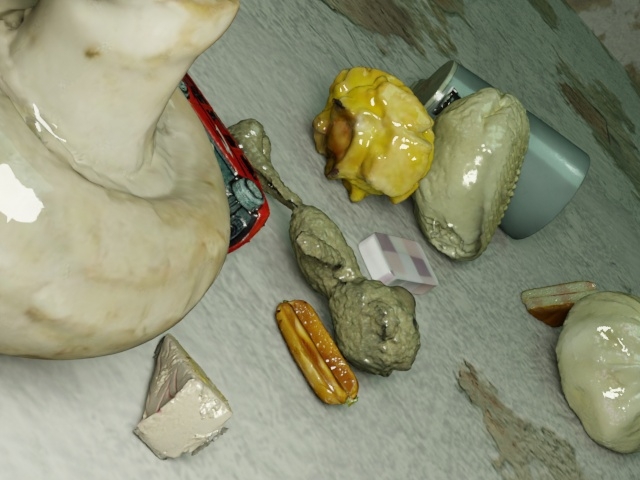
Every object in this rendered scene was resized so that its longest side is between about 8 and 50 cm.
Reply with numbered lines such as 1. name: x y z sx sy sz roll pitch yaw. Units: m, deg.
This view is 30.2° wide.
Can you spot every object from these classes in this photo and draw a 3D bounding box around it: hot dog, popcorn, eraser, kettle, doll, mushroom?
1. hot dog: -0.007 0.105 1.107 0.049 0.037 0.122 -5 55 -46
2. popcorn: 0.064 -0.120 1.377 0.152 0.148 0.167 -14 55 -38
3. eraser: 0.090 0.027 1.363 0.105 0.026 0.065 13 49 -52
4. kettle: 0.236 -0.144 1.695 0.243 0.160 0.210 40 10 -11
5. doll: 0.002 0.010 1.180 0.286 0.091 0.202 47 -18 46
6. mushroom: -0.167 -0.074 0.784 0.297 0.290 0.297 37 31 -26

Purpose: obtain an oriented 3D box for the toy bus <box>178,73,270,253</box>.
1. toy bus: -0.118 -0.077 1.108 0.195 0.081 0.089 55 17 8

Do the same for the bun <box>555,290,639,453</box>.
1. bun: 0.411 0.165 1.543 0.231 0.133 0.231 23 59 -45

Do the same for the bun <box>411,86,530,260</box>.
1. bun: 0.176 -0.091 1.475 0.134 0.220 0.220 19 21 16

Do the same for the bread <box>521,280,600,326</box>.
1. bread: 0.328 0.090 1.634 0.062 0.109 0.043 89 -11 -50

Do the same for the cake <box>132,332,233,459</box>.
1. cake: -0.101 0.111 0.926 0.052 0.065 0.121 44 20 -21
